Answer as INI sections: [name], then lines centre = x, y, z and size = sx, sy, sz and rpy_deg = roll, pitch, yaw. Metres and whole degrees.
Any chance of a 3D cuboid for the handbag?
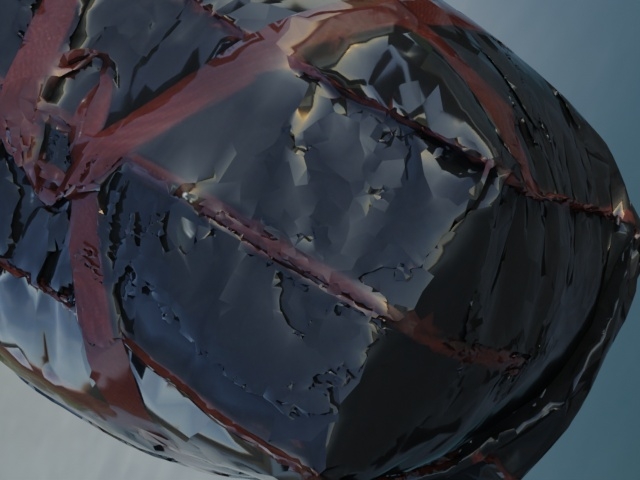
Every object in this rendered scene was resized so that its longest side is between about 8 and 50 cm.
[handbag]
centre = -0.028, -0.014, 0.548
size = 0.155, 0.215, 0.169
rpy_deg = -63, -25, 1
